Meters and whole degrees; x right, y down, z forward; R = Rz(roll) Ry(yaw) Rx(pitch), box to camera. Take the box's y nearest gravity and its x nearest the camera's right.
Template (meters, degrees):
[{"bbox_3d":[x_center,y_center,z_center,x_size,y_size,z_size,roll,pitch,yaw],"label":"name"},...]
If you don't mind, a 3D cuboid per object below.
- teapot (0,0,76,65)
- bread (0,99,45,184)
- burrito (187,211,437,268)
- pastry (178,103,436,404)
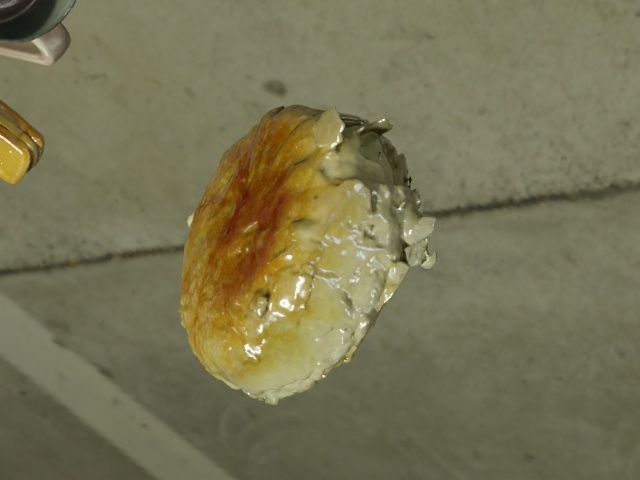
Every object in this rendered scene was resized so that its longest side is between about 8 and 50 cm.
[{"bbox_3d":[-0.450,-0.335,1.493,0.344,0.253,0.300,19,154,41],"label":"teapot"},{"bbox_3d":[-0.556,-0.188,2.086,0.200,0.077,0.116,38,148,1],"label":"bread"},{"bbox_3d":[-0.003,-0.012,1.655,0.348,0.175,0.107,-13,173,-36],"label":"burrito"},{"bbox_3d":[-0.038,0.012,1.281,0.136,0.329,0.330,25,151,-30],"label":"pastry"}]
